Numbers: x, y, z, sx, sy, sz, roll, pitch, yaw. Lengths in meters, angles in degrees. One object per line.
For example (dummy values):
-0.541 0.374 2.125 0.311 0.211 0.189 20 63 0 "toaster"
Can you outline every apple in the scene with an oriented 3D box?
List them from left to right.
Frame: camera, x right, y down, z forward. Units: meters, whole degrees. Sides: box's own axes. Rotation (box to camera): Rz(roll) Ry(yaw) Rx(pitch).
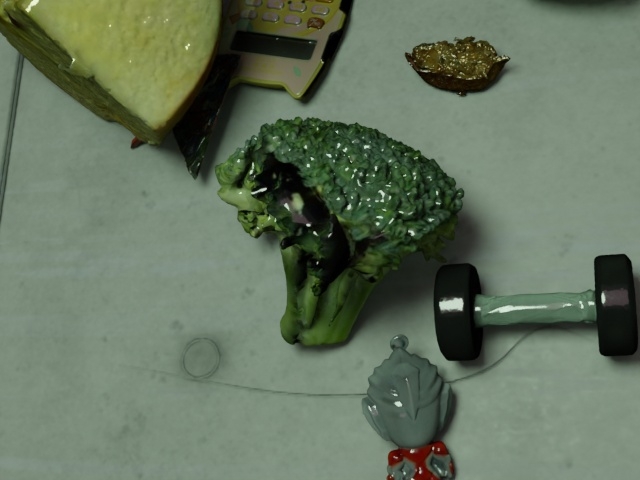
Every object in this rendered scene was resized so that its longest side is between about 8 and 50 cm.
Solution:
-0.256 -0.269 1.136 0.252 0.309 0.314 -5 103 -22 "apple"

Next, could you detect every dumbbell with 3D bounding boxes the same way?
0.214 0.067 0.978 0.191 0.100 0.100 -4 71 15 "dumbbell"

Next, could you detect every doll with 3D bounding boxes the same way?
0.092 0.185 0.994 0.094 0.079 0.180 -11 81 -2 "doll"

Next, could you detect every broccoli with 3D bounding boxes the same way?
0.000 0.000 1.007 0.263 0.247 0.243 14 119 7 "broccoli"

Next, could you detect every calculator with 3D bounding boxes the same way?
-0.039 -0.279 1.215 0.157 0.033 0.237 12 74 22 "calculator"

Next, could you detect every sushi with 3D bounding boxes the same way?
0.155 -0.200 1.110 0.118 0.060 0.061 -8 65 14 "sushi"

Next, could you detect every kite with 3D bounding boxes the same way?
-0.168 -0.174 1.206 0.189 0.009 0.232 -36 54 20 "kite"
